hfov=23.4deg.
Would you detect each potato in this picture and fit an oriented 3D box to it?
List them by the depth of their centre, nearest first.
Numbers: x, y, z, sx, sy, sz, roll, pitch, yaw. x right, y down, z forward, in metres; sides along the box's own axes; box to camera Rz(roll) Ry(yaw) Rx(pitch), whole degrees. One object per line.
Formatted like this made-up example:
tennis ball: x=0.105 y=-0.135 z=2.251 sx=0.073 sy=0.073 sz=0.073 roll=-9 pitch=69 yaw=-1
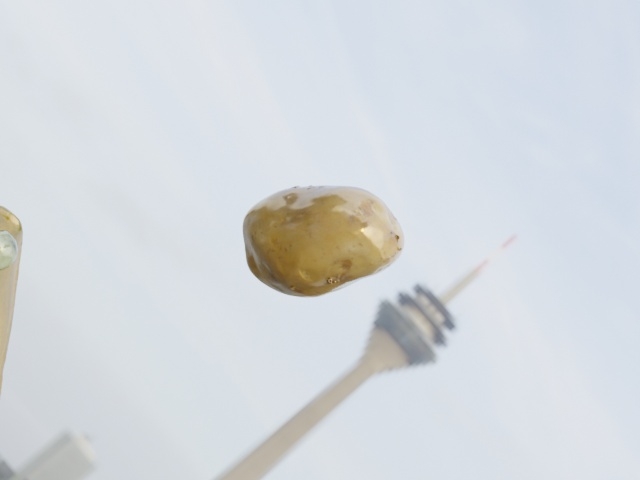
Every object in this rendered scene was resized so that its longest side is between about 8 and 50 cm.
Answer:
potato: x=0.000 y=0.000 z=1.526 sx=0.178 sy=0.109 sz=0.118 roll=-9 pitch=-54 yaw=36

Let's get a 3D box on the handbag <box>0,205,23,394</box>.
handbag: x=-0.392 y=0.088 z=1.350 sx=0.133 sy=0.283 sz=0.401 roll=3 pitch=-5 yaw=16
